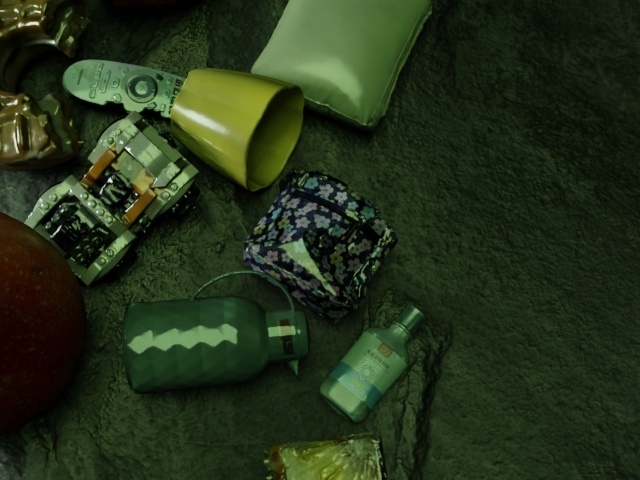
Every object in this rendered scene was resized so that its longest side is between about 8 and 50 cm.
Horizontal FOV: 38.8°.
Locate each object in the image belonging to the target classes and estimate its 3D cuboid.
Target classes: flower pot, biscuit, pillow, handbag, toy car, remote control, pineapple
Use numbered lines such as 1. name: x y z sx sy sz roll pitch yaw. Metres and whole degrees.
1. flower pot: -0.149 -0.202 1.546 0.179 0.195 0.195 23 71 18
2. biscuit: -0.529 -0.290 1.571 0.268 0.115 0.367 -6 70 13
3. pillow: 0.043 -0.367 1.636 0.255 0.120 0.322 23 72 7
4. handbag: 0.000 0.000 1.500 0.228 0.127 0.208 30 66 9
5. toy car: -0.344 -0.058 1.500 0.193 0.118 0.301 45 85 3
6. remote control: -0.333 -0.266 1.631 0.256 0.045 0.098 13 73 0
7. pineapple: 0.027 0.371 1.390 0.236 0.114 0.186 36 73 0

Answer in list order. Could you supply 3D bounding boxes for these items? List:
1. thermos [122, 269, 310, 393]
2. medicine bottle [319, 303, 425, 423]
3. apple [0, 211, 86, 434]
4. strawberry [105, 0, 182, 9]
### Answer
1. thermos: -0.161 0.143 1.432 0.286 0.145 0.182 -6 92 -5
2. medicine bottle: 0.092 0.193 1.471 0.090 0.054 0.208 38 73 12
3. apple: -0.528 0.120 1.345 0.348 0.277 0.349 -1 82 10
4. strawberry: -0.324 -0.520 1.628 0.274 0.274 0.220 38 105 11
